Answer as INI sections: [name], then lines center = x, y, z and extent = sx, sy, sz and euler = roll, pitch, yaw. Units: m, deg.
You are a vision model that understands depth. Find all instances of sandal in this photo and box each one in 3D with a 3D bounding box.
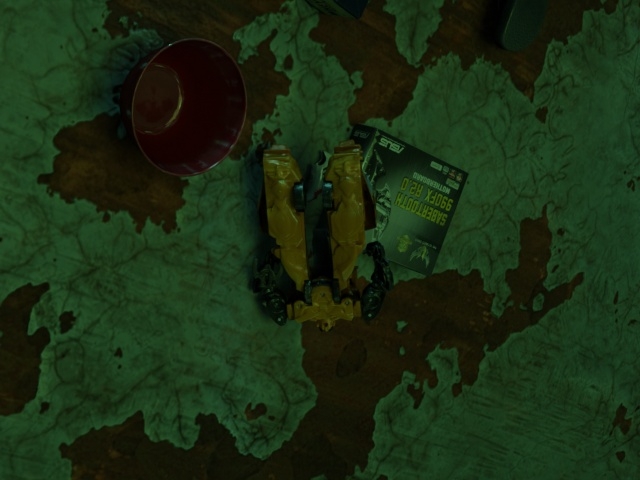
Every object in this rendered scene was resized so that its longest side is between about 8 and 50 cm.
[sandal]
center = 0.340, -0.421, 2.168
extent = 0.097, 0.054, 0.254
euler = 41, 66, -47

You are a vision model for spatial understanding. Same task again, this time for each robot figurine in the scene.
[robot figurine]
center = 0.000, 0.000, 1.930
extent = 0.211, 0.085, 0.291
euler = -2, 118, 4

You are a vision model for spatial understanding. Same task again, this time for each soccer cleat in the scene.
[soccer cleat]
center = -0.005, -0.097, 1.979
extent = 0.035, 0.029, 0.083
euler = 41, 72, -31

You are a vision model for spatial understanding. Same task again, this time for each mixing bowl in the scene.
[mixing bowl]
center = -0.198, -0.182, 1.739
extent = 0.181, 0.098, 0.181
euler = -13, 111, -38

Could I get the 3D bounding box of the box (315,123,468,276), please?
[box]
center = 0.117, -0.061, 2.072
extent = 0.231, 0.056, 0.183
euler = 22, 87, -42

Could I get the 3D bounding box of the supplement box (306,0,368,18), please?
[supplement box]
center = 0.030, -0.371, 1.887
extent = 0.056, 0.083, 0.083
euler = 30, 83, -42
